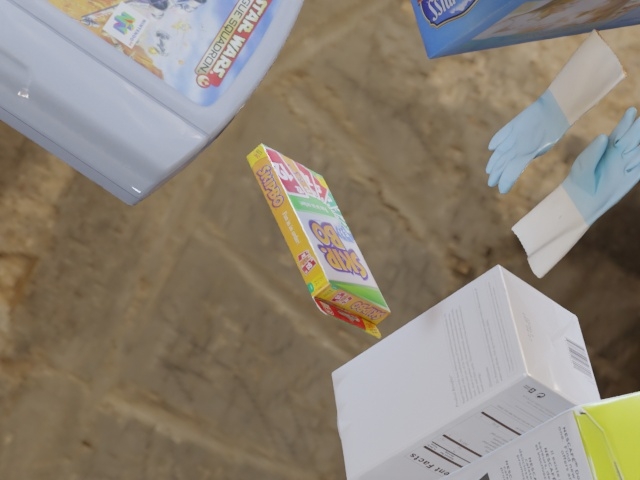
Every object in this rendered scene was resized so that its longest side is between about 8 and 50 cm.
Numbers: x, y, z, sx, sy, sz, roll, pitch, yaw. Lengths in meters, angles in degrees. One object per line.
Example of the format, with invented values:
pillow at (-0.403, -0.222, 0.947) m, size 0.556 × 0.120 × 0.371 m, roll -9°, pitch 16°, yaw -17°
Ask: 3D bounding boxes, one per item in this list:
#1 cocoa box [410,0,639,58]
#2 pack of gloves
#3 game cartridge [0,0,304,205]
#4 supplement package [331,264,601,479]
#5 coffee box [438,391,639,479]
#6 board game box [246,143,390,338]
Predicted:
cocoa box at (0.286, -0.371, 1.734) m, size 0.347 × 0.228 × 0.231 m, roll -13°, pitch -7°, yaw -28°
pack of gloves at (0.277, -0.104, 1.734) m, size 0.046 × 0.195 × 0.232 m, roll 11°, pitch -48°, yaw -40°
game cartridge at (-0.122, -0.182, 1.116) m, size 0.297 × 0.198 × 0.062 m, roll -62°, pitch 8°, yaw -27°
supplement package at (0.184, 0.201, 1.904) m, size 0.293 × 0.178 × 0.175 m, roll -35°, pitch -47°, yaw 28°
coffee box at (0.321, 0.277, 1.074) m, size 0.337 × 0.338 × 0.334 m, roll -10°, pitch -16°, yaw -16°
board game box at (0.000, 0.000, 1.795) m, size 0.039 × 0.259 × 0.124 m, roll -39°, pitch -39°, yaw 21°
